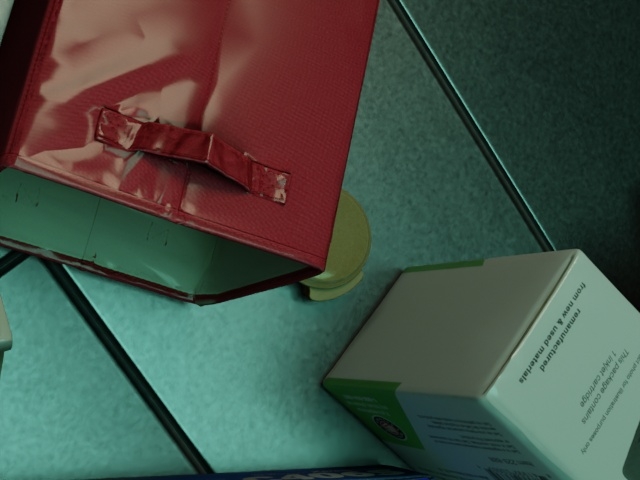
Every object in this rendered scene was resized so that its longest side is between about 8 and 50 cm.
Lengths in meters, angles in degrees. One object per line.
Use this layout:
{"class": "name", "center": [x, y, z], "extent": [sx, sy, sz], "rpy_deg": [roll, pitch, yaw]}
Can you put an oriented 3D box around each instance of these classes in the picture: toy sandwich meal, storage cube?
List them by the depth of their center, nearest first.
{"class": "storage cube", "center": [-0.094, -0.084, 0.681], "extent": [0.184, 0.215, 0.193], "rpy_deg": [19, 72, -23]}
{"class": "toy sandwich meal", "center": [0.000, 0.000, 0.820], "extent": [0.085, 0.029, 0.085], "rpy_deg": [3, 81, -22]}

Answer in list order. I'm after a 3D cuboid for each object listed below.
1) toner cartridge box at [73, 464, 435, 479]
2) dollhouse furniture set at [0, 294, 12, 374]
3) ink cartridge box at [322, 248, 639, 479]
{"class": "toner cartridge box", "center": [-0.092, 0.236, 0.729], "extent": [0.348, 0.075, 0.165], "rpy_deg": [3, 84, -26]}
{"class": "dollhouse furniture set", "center": [-0.300, 0.104, 0.509], "extent": [0.303, 0.198, 0.286], "rpy_deg": [-12, 63, -25]}
{"class": "ink cartridge box", "center": [0.175, 0.149, 0.793], "extent": [0.289, 0.211, 0.121], "rpy_deg": [44, 68, -18]}
